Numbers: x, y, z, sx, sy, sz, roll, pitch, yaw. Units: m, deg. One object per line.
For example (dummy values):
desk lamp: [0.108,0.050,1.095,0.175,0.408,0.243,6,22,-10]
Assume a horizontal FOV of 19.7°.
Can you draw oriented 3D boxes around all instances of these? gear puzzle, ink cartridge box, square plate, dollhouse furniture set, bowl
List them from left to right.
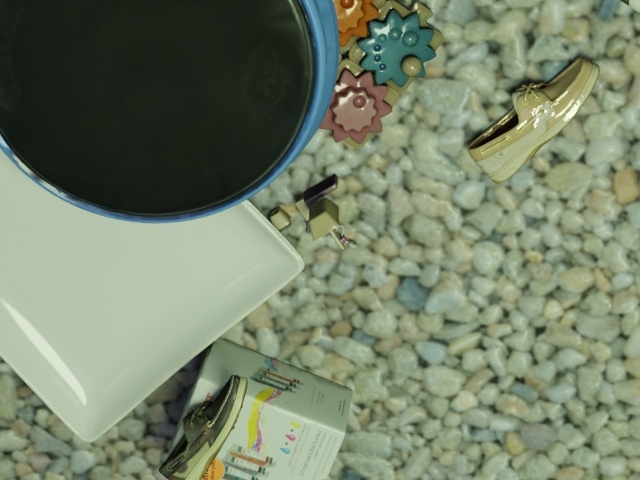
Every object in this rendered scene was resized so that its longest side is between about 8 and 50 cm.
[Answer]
square plate: [-0.252,0.002,2.057,0.347,0.049,0.344,-39,101,16]
bowl: [-0.176,-0.191,1.883,0.391,0.077,0.391,1,119,2]
ink cartridge box: [-0.070,0.212,2.077,0.176,0.127,0.128,21,109,-1]
gear puzzle: [-0.038,-0.239,1.925,0.339,0.044,0.175,32,106,-20]
dollhouse furniture set: [0.000,0.000,2.009,0.091,0.114,0.081,-30,108,11]

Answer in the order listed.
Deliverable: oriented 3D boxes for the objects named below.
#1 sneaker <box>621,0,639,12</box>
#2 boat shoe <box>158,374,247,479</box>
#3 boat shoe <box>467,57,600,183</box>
sneaker: [0.379,-0.437,1.803,0.257,0.169,0.448,26,102,3]
boat shoe: [-0.127,0.205,1.982,0.049,0.056,0.152,26,109,-8]
boat shoe: [0.225,-0.136,1.970,0.059,0.063,0.170,38,108,-15]
